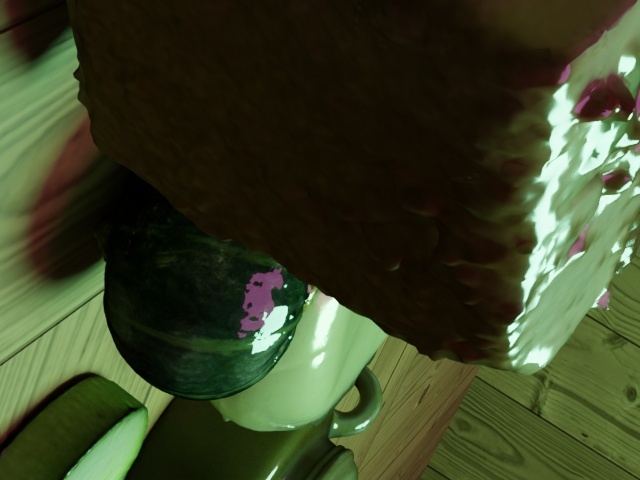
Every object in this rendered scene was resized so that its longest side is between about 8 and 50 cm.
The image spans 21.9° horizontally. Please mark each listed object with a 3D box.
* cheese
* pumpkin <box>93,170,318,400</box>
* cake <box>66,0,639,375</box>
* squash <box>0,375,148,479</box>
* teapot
[{"bbox_3d":[0.000,0.000,1.129,0.266,0.127,0.233,-46,160,-52],"label":"cheese"},{"bbox_3d":[-0.058,0.005,0.910,0.167,0.125,0.167,-60,-173,11],"label":"pumpkin"},{"bbox_3d":[0.055,-0.143,0.673,0.290,0.282,0.255,-47,157,-26],"label":"cake"},{"bbox_3d":[-0.188,0.185,1.063,0.219,0.041,0.219,-53,171,-12],"label":"squash"},{"bbox_3d":[-0.040,0.196,1.336,0.267,0.175,0.185,-52,168,-27],"label":"teapot"}]
